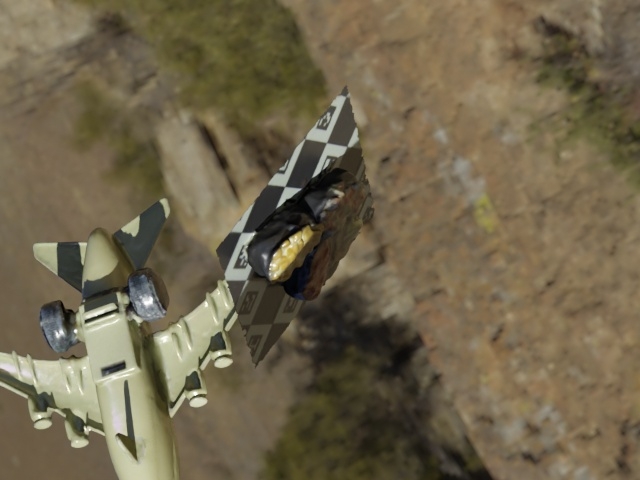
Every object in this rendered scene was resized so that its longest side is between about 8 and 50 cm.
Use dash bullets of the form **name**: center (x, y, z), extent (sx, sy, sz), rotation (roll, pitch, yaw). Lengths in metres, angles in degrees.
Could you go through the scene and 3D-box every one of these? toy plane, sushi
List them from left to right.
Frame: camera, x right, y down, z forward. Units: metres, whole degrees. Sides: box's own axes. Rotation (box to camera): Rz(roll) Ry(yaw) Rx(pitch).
- **toy plane**: center (-0.139, 0.084, 1.130), extent (0.092, 0.229, 0.244), rotation (63, -170, -53)
- **sushi**: center (0.000, 0.000, 0.843), extent (0.026, 0.120, 0.126), rotation (27, 156, 23)
